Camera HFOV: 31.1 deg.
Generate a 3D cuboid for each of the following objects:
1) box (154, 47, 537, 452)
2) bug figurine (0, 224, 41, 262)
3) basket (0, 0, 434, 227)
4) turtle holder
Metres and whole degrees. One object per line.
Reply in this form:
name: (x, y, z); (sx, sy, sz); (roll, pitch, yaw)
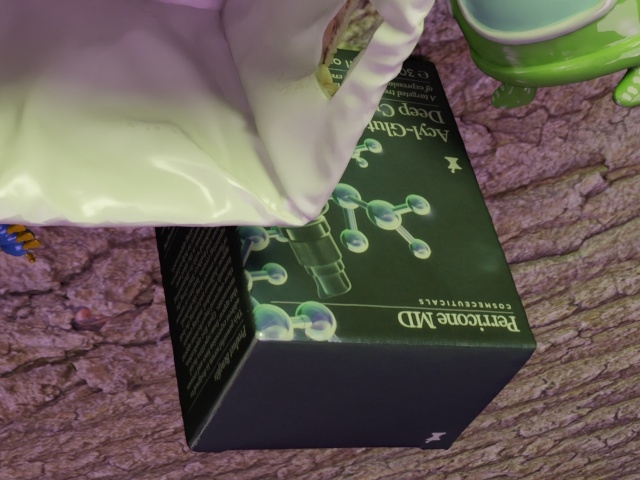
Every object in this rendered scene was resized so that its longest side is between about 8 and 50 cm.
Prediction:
box: (0.000, 0.000, 1.205); (0.293, 0.395, 0.212); (4, 141, -25)
bug figurine: (-0.466, -0.015, 1.300); (0.279, 0.072, 0.216); (-16, 139, 10)
basket: (-0.125, -0.204, 0.831); (0.331, 0.266, 0.328); (1, 142, -24)
turtle holder: (0.246, -0.261, 1.025); (0.243, 0.320, 0.227); (-41, 121, -14)
